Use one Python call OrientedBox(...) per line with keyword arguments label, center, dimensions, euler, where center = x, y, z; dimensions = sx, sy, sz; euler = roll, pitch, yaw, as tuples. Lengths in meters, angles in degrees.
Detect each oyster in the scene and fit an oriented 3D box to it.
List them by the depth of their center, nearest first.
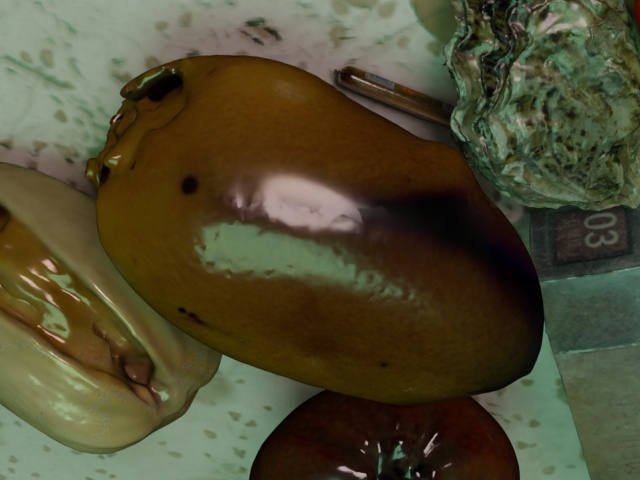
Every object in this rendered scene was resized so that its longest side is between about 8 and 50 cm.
OrientedBox(label="oyster", center=(0.131, -0.083, 0.636), dimensions=(0.124, 0.064, 0.177), euler=(-13, 121, 1))

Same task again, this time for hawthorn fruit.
OrientedBox(label="hawthorn fruit", center=(0.049, 0.208, 0.850), dimensions=(0.208, 0.208, 0.248), euler=(5, 159, 4))

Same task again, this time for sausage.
OrientedBox(label="sausage", center=(0.054, -0.084, 0.675), dimensions=(0.100, 0.015, 0.015), euler=(20, 134, -10))

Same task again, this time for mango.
OrientedBox(label="mango", center=(0.000, 0.000, 0.670), dimensions=(0.287, 0.153, 0.201), euler=(23, 130, -15))

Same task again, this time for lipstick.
OrientedBox(label="lipstick", center=(0.225, 0.125, 0.805), dimensions=(0.076, 0.080, 0.372), euler=(-10, 132, 17))

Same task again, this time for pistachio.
OrientedBox(label="pistachio", center=(-0.174, 0.044, 0.756), dimensions=(0.229, 0.157, 0.157), euler=(40, 128, -11))

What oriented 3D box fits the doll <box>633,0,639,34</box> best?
OrientedBox(label="doll", center=(0.266, -0.155, 0.532), dimensions=(0.245, 0.076, 0.142), euler=(-13, 131, 26))
